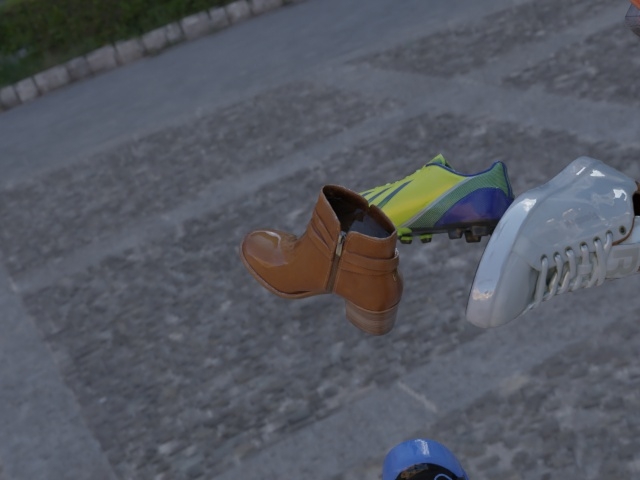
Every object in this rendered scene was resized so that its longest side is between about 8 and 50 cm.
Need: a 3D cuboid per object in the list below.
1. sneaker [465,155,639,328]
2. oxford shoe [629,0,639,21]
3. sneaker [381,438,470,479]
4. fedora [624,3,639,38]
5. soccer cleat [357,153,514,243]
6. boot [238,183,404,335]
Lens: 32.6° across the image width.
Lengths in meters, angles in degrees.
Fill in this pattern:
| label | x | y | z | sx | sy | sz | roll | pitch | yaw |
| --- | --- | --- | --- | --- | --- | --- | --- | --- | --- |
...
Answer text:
| label | x | y | z | sx | sy | sz | roll | pitch | yaw |
| --- | --- | --- | --- | --- | --- | --- | --- | --- | --- |
| sneaker | 0.251 | 0.005 | 1.070 | 0.123 | 0.106 | 0.290 | 26 | 43 | 27 |
| oxford shoe | 0.392 | -0.245 | 1.103 | 0.130 | 0.132 | 0.364 | -41 | 19 | 35 |
| sneaker | 0.110 | 0.283 | 0.954 | 0.081 | 0.232 | 0.090 | -16 | 27 | 4 |
| fedora | 0.486 | -0.285 | 1.417 | 0.124 | 0.243 | 0.275 | -46 | 10 | 5 |
| soccer cleat | 0.141 | -0.059 | 1.536 | 0.289 | 0.121 | 0.093 | 0 | -7 | 37 |
| boot | 0.000 | 0.000 | 1.089 | 0.197 | 0.152 | 0.073 | 24 | 55 | 21 |
